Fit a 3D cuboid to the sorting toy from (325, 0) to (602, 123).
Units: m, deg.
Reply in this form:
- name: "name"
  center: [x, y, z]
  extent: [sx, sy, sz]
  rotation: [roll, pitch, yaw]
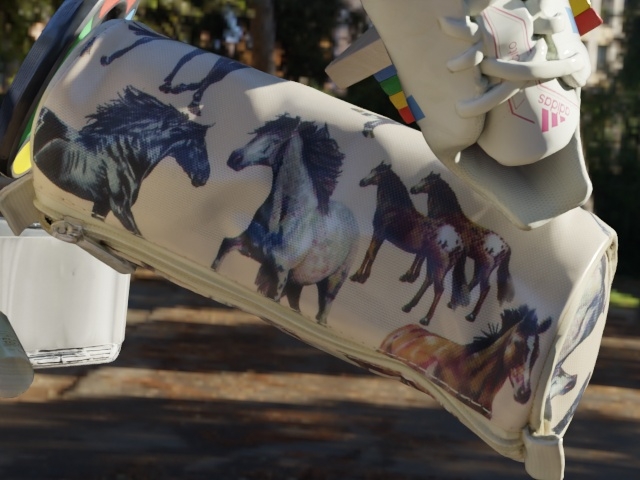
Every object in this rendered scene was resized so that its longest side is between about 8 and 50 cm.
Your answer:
- name: "sorting toy"
  center: [0.169, -0.209, 0.971]
  extent: [0.257, 0.089, 0.255]
  rotation: [-44, 13, -26]

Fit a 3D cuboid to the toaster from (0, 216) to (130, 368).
- name: "toaster"
  center: [-0.277, 0.044, 1.162]
  extent: [0.227, 0.147, 0.129]
  rotation: [-1, 8, -37]

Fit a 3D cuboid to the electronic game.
- name: "electronic game"
  center: [-0.228, -0.156, 1.083]
  extent: [0.048, 0.229, 0.229]
  rotation: [33, -3, -4]

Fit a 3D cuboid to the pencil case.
- name: "pencil case"
  center: [0.000, 0.000, 0.782]
  extent: [0.410, 0.184, 0.160]
  rotation: [24, -22, 18]

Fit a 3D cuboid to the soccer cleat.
- name: "soccer cleat"
  center: [0.076, -0.124, 0.561]
  extent: [0.116, 0.143, 0.331]
  rotation: [-27, -33, 6]

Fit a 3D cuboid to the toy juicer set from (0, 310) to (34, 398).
- name: "toy juicer set"
  center: [-0.215, -0.026, 0.674]
  extent: [0.209, 0.089, 0.329]
  rotation: [48, -13, 36]
